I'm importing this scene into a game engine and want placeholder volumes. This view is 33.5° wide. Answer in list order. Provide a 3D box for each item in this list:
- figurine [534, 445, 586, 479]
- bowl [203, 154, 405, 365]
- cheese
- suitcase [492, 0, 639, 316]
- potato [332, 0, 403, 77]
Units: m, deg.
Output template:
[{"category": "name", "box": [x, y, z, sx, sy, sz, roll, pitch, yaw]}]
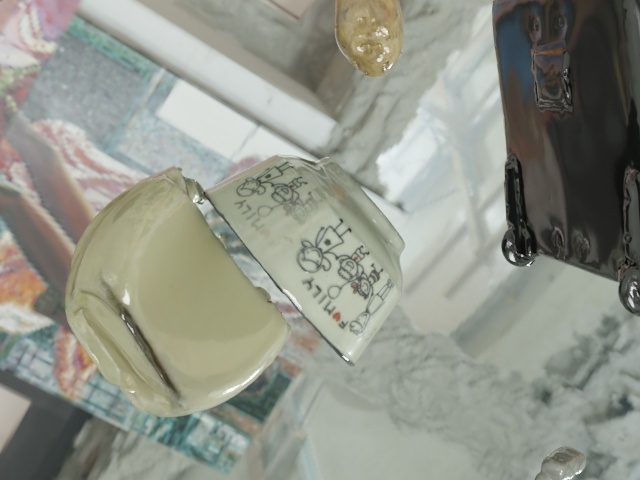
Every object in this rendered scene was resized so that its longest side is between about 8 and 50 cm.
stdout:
[{"category": "figurine", "box": [0.174, 0.344, 1.021, 0.143, 0.308, 0.308, 1, -129, 22]}, {"category": "bowl", "box": [0.000, 0.000, 1.094, 0.126, 0.238, 0.238, -42, -163, -1]}, {"category": "cheese", "box": [-0.156, 0.060, 1.198, 0.127, 0.266, 0.233, 6, -136, 49]}, {"category": "suitcase", "box": [0.291, -0.122, 1.025, 0.345, 0.188, 0.339, -141, -139, -77]}, {"category": "potato", "box": [0.079, -0.405, 1.893, 0.161, 0.128, 0.234, -178, -97, -81]}]
